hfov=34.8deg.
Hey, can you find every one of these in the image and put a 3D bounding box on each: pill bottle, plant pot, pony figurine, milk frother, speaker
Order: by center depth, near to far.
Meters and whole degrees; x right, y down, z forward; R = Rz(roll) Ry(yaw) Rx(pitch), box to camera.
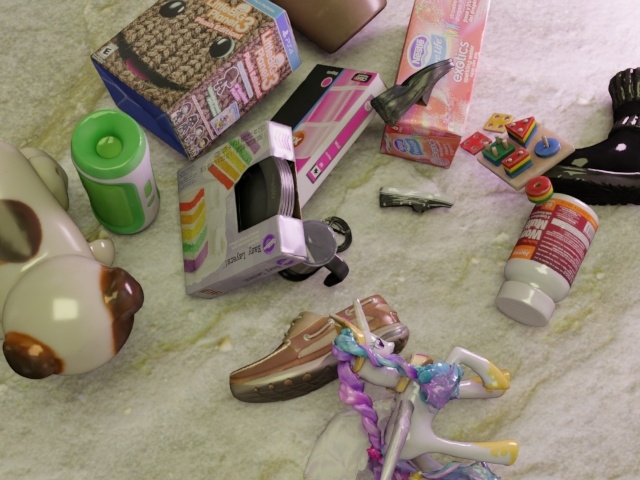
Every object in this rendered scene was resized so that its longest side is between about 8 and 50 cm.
[{"bbox_3d":[0.135,0.305,1.650,0.363,0.303,0.351,21,77,-21],"label":"pony figurine"},{"bbox_3d":[-0.344,-0.109,1.736,0.131,0.296,0.131,1,70,-4],"label":"speaker"},{"bbox_3d":[0.000,0.000,1.804,0.129,0.135,0.143,21,72,-11],"label":"milk frother"},{"bbox_3d":[0.403,0.035,1.828,0.121,0.121,0.221,28,71,6],"label":"pill bottle"},{"bbox_3d":[0.002,-0.489,1.936,0.263,0.263,0.229,-43,95,-16],"label":"plant pot"}]

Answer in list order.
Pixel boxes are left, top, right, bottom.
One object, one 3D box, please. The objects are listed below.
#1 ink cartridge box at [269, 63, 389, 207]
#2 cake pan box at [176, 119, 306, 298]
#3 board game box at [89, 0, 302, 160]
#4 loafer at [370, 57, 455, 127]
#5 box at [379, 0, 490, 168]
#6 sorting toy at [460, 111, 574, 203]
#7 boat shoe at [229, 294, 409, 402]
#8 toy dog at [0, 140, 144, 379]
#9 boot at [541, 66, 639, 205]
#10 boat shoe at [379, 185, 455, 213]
[{"bbox_3d":[-0.044,-0.164,1.851,0.175,0.069,0.371,19,67,46],"label":"ink cartridge box"},{"bbox_3d":[-0.138,-0.050,1.765,0.070,0.267,0.246,10,66,-45],"label":"cake pan box"},{"bbox_3d":[-0.225,-0.330,1.868,0.232,0.141,0.291,36,71,30],"label":"board game box"},{"bbox_3d":[0.170,-0.262,1.797,0.170,0.062,0.061,-33,95,-8],"label":"loafer"},{"bbox_3d":[0.215,-0.309,1.920,0.142,0.154,0.300,13,71,1],"label":"box"},{"bbox_3d":[0.362,-0.174,1.860,0.132,0.046,0.274,-35,39,-6],"label":"sorting toy"},{"bbox_3d":[-0.011,0.185,1.758,0.324,0.123,0.116,-18,66,-16],"label":"boat shoe"},{"bbox_3d":[-0.447,0.035,1.641,0.284,0.395,0.408,-31,67,-22],"label":"toy dog"},{"bbox_3d":[0.554,-0.203,1.917,0.348,0.131,0.260,2,73,-8],"label":"boot"},{"bbox_3d":[0.178,-0.072,1.894,0.142,0.049,0.040,8,89,1],"label":"boat shoe"}]
